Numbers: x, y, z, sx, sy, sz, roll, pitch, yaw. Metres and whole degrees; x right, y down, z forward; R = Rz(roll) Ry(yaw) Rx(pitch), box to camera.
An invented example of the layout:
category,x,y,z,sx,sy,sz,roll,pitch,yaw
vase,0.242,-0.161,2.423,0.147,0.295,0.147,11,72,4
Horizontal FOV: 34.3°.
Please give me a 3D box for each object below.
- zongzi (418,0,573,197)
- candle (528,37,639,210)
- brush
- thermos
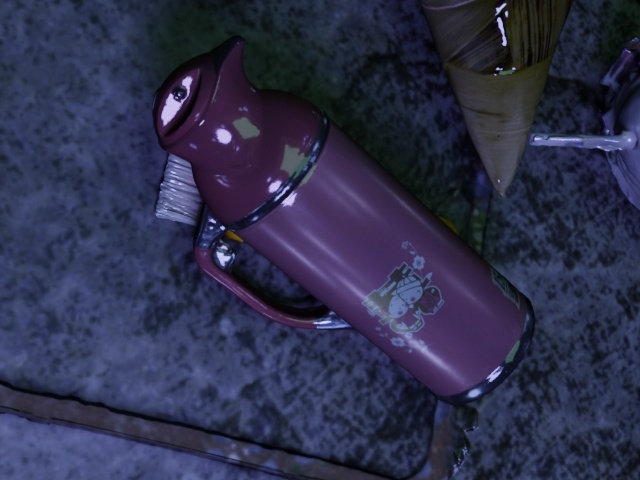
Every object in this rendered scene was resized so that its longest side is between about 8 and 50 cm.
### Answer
category,x,y,z,sx,sy,sz,roll,pitch,yaw
zongzi,0.192,-0.230,0.919,0.274,0.145,0.300,-36,117,-33
candle,0.353,-0.104,0.946,0.330,0.187,0.187,-12,88,-27
brush,0.003,-0.031,0.836,0.272,0.013,0.103,17,75,-26
thermos,0.004,-0.007,0.774,0.330,0.136,0.109,40,44,-24
